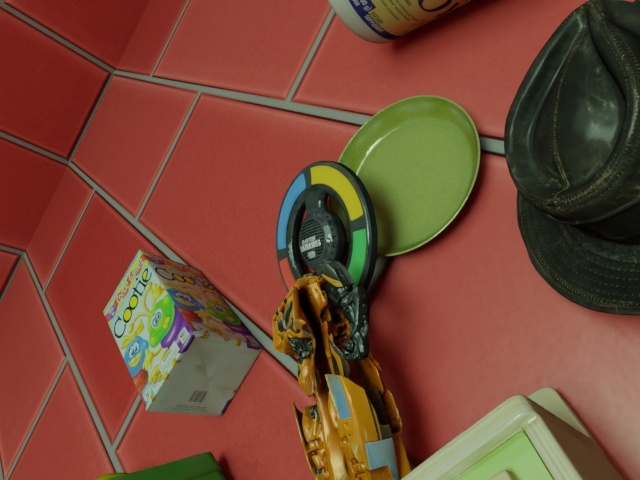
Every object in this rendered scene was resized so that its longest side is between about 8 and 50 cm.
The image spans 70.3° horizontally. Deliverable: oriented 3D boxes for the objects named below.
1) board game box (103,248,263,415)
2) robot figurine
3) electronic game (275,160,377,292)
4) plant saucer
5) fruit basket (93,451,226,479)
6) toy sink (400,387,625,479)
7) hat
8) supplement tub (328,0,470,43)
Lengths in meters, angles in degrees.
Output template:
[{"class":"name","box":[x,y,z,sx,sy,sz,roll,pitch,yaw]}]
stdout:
[{"class":"board game box","box":[-0.250,0.153,0.796,0.275,0.144,0.142,36,96,45]},{"class":"robot figurine","box":[0.013,0.170,0.534,0.211,0.084,0.291,121,137,-53]},{"class":"electronic game","box":[0.000,0.000,0.659,0.229,0.048,0.230,0,90,53]},{"class":"plant saucer","box":[0.115,-0.088,0.644,0.240,0.037,0.241,-20,59,37]},{"class":"fruit basket","box":[-0.290,0.467,0.630,0.391,0.283,0.393,-7,74,23]},{"class":"toy sink","box":[0.156,0.223,0.349,0.153,0.131,0.234,-46,27,19]},{"class":"hat","box":[0.248,-0.109,0.394,0.331,0.133,0.332,-163,90,-74]},{"class":"supplement tub","box":[0.171,-0.444,0.610,0.331,0.241,0.241,-12,64,40]}]
